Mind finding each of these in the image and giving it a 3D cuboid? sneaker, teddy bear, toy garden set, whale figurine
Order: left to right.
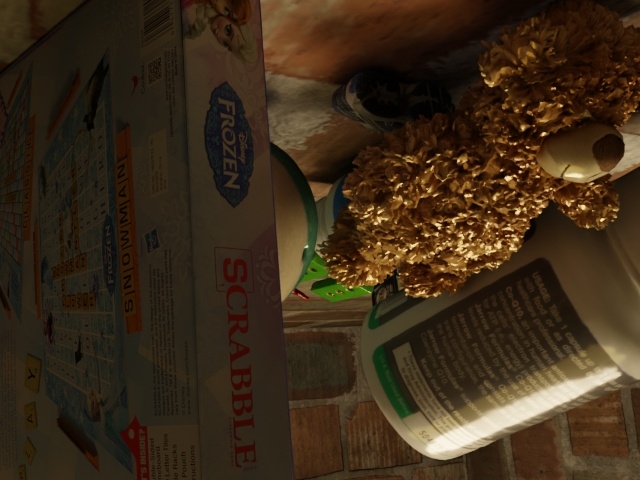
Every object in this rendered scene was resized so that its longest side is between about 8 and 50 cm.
[{"bbox_3d":[-0.129,-0.030,0.664,0.272,0.216,0.141,15,-160,19],"label":"whale figurine"},{"bbox_3d":[-0.070,0.019,1.044,0.244,0.049,0.203,29,155,-24],"label":"toy garden set"},{"bbox_3d":[0.068,-0.118,0.631,0.135,0.052,0.058,14,170,-36],"label":"sneaker"},{"bbox_3d":[0.134,-0.037,0.589,0.245,0.113,0.338,28,134,-34],"label":"teddy bear"}]

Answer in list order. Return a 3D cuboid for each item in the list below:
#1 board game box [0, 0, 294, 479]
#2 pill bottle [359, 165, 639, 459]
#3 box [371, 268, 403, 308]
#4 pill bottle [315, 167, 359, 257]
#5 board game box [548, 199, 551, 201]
[{"bbox_3d":[-0.158,0.010,0.483,0.318,0.319,0.066,-14,165,42],"label":"board game box"},{"bbox_3d":[0.236,0.083,0.762,0.361,0.204,0.204,-34,154,31],"label":"pill bottle"},{"bbox_3d":[0.180,0.052,1.228,0.180,0.147,0.077,1,167,-28],"label":"box"},{"bbox_3d":[0.082,-0.035,0.825,0.124,0.124,0.221,4,165,-35],"label":"pill bottle"},{"bbox_3d":[0.273,-0.003,1.011,0.232,0.141,0.291,-10,167,25],"label":"board game box"}]
